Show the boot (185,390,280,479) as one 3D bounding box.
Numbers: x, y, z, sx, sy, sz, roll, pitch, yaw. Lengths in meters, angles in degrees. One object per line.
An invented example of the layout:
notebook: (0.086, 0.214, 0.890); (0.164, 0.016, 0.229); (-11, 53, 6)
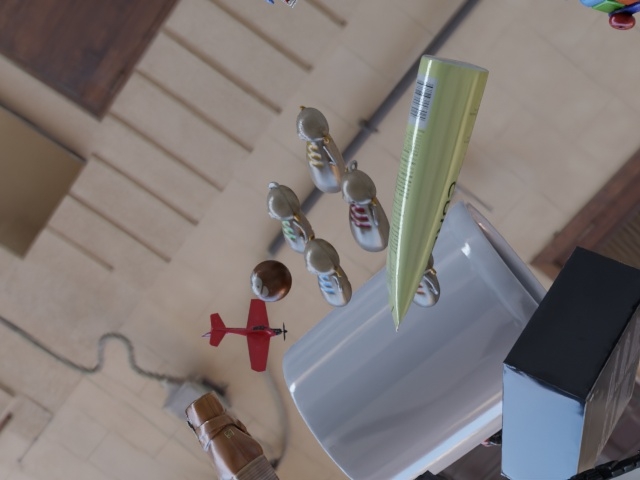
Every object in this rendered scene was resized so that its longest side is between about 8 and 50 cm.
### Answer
boot: (-0.174, 0.386, 1.772); (0.220, 0.109, 0.283); (53, 162, 6)

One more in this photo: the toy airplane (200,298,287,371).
toy airplane: (-0.132, 0.156, 1.708); (0.151, 0.028, 0.151); (1, -128, -2)

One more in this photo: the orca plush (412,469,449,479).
orca plush: (0.164, 0.275, 0.694); (0.287, 0.102, 0.151); (29, 173, 19)

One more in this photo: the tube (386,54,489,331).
tube: (0.093, -0.044, 0.891); (0.062, 0.240, 0.070); (23, -163, 35)

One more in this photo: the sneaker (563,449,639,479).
sneaker: (0.303, 0.274, 0.940); (0.107, 0.283, 0.124); (-11, -109, -50)

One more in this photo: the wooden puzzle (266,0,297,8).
wooden puzzle: (-0.062, -0.419, 1.611); (0.078, 0.116, 0.014); (33, -123, -1)

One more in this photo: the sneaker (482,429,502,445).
sneaker: (0.263, 0.321, 1.839); (0.135, 0.098, 0.276); (14, 176, 36)

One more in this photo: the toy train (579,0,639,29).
toy train: (0.471, -0.405, 1.495); (0.143, 0.105, 0.248); (11, 177, -15)

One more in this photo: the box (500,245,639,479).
box: (0.293, 0.164, 1.142); (0.103, 0.261, 0.184); (21, -123, 25)

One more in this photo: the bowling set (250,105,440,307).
bowling set: (0.000, 0.000, 1.198); (0.287, 0.200, 0.154); (49, 170, 30)

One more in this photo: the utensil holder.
utensil holder: (0.178, 0.179, 1.561); (0.327, 0.385, 0.327); (48, -168, -14)
